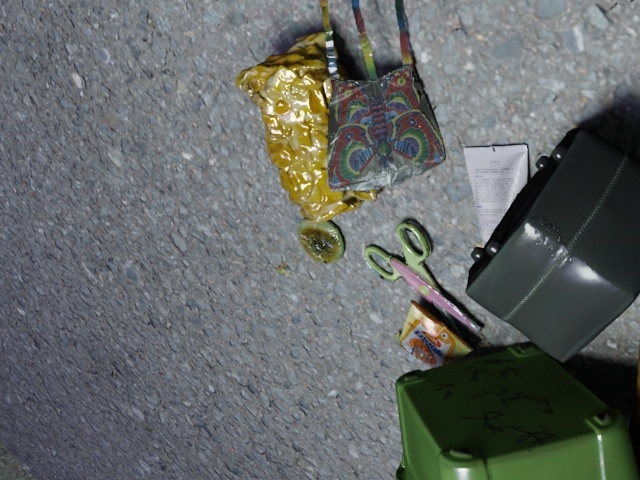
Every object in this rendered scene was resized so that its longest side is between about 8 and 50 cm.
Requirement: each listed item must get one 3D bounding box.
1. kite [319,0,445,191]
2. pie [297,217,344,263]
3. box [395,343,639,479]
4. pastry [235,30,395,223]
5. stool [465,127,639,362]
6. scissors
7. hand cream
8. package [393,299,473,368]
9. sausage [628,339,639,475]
[{"bbox_3d":[0.062,-0.197,1.010,0.015,0.152,0.285,-125,23,-64],"label":"kite"},{"bbox_3d":[0.001,0.001,1.269,0.084,0.021,0.084,24,133,28],"label":"pie"},{"bbox_3d":[0.221,0.255,1.027,0.328,0.253,0.177,-131,26,-78],"label":"box"},{"bbox_3d":[0.003,-0.132,1.096,0.154,0.102,0.250,-19,118,14],"label":"pastry"},{"bbox_3d":[0.256,-0.001,0.889,0.141,0.232,0.232,34,137,5],"label":"stool"},{"bbox_3d":[0.145,0.064,1.189,0.187,0.020,0.133,48,146,0],"label":"scissors"},{"bbox_3d":[0.218,-0.044,1.033,0.084,0.053,0.142,2,105,40],"label":"hand cream"},{"bbox_3d":[0.158,0.143,1.217,0.108,0.031,0.120,38,150,15],"label":"package"},{"bbox_3d":[0.410,0.196,0.967,0.123,0.136,0.500,-6,123,3],"label":"sausage"}]
